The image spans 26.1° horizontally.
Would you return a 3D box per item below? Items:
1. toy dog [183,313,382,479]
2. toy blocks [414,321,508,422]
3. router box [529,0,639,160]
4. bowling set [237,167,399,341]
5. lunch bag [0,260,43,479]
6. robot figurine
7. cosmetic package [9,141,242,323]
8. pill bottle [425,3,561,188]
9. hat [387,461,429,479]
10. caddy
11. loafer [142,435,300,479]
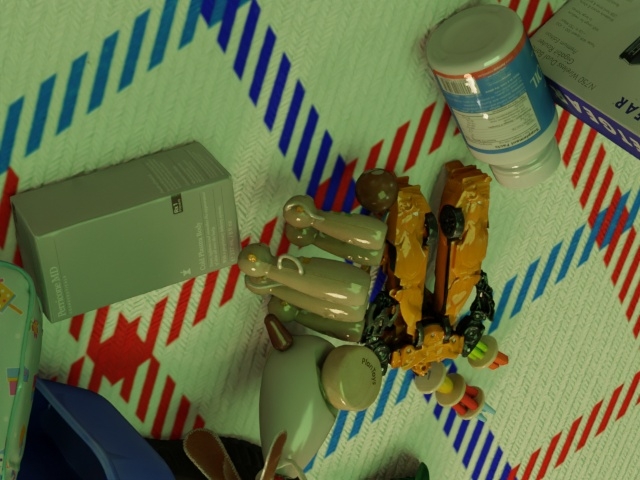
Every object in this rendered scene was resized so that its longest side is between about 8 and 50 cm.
[{"bbox_3d":[-0.062,0.226,1.690,0.220,0.334,0.161,-21,129,34],"label":"toy dog"},{"bbox_3d":[0.220,0.194,1.976,0.148,0.054,0.123,35,97,-39],"label":"toy blocks"},{"bbox_3d":[0.449,-0.241,1.672,0.301,0.335,0.082,-43,130,-1],"label":"router box"},{"bbox_3d":[0.000,0.000,1.681,0.154,0.287,0.200,15,72,4],"label":"bowling set"},{"bbox_3d":[-0.416,0.144,1.452,0.224,0.108,0.279,7,76,-3],"label":"lunch bag"},{"bbox_3d":[0.138,0.046,1.823,0.211,0.085,0.291,-9,120,-25],"label":"robot figurine"},{"bbox_3d":[-0.220,-0.011,1.572,0.238,0.107,0.127,-22,129,-22],"label":"cosmetic package"},{"bbox_3d":[0.224,-0.173,1.720,0.124,0.124,0.221,-36,130,-7],"label":"pill bottle"},{"bbox_3d":[0.054,0.394,2.008,0.183,0.173,0.208,6,148,13],"label":"hat"},{"bbox_3d":[-0.319,0.294,1.558,0.179,0.341,0.241,18,107,-55],"label":"caddy"},{"bbox_3d":[-0.181,0.333,1.791,0.366,0.134,0.130,13,114,-24],"label":"loafer"}]
